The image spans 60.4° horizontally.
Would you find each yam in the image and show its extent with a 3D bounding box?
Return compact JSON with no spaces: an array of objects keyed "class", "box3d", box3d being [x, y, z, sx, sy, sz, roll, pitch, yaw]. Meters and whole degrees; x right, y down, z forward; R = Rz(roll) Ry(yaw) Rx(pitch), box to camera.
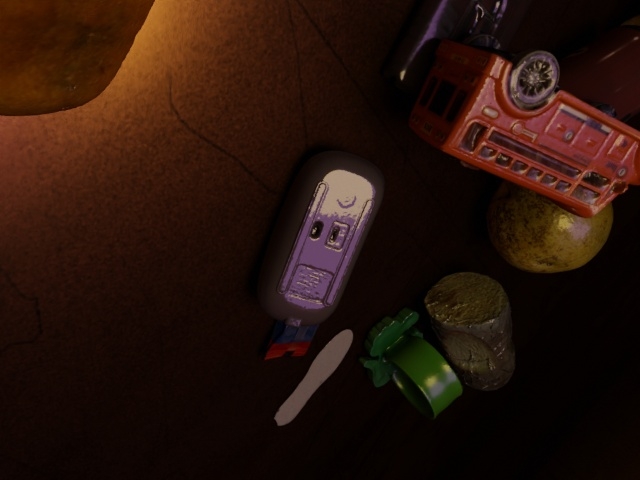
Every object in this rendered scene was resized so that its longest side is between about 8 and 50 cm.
[{"class":"yam","box3d":[0.279,0.160,1.005,0.154,0.154,0.254,-43,137,-10]}]

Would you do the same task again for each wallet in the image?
[{"class":"wallet","box3d":[0.193,-0.275,0.709,0.182,0.049,0.229,17,104,-42]}]

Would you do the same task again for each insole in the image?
[{"class":"insole","box3d":[-0.010,0.226,0.904,0.197,0.004,0.065,-53,138,1]}]

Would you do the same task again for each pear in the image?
[{"class":"pear","box3d":[0.373,-0.044,0.918,0.197,0.197,0.197,-22,130,-29]}]

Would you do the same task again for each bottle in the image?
[{"class":"bottle","box3d":[0.381,-0.208,0.855,0.336,0.144,0.144,-30,134,-18]}]

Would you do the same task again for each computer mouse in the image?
[{"class":"computer mouse","box3d":[0.000,-0.001,0.701,0.120,0.057,0.232,16,103,-20]}]

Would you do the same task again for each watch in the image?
[{"class":"watch","box3d":[0.158,0.222,0.941,0.131,0.152,0.165,-33,136,-15]}]

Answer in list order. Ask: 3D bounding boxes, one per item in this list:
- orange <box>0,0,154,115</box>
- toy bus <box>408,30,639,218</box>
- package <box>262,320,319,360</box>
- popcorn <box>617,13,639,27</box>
[{"class":"orange","box3d":[-0.181,-0.197,0.314,0.183,0.249,0.249,21,103,-30]},{"class":"toy bus","box3d":[0.283,-0.130,0.683,0.329,0.143,0.153,16,111,-24]},{"class":"package","box3d":[-0.019,0.086,0.787,0.083,0.022,0.200,8,111,-44]},{"class":"popcorn","box3d":[0.700,-0.382,0.934,0.290,0.321,0.326,-58,158,-18]}]
